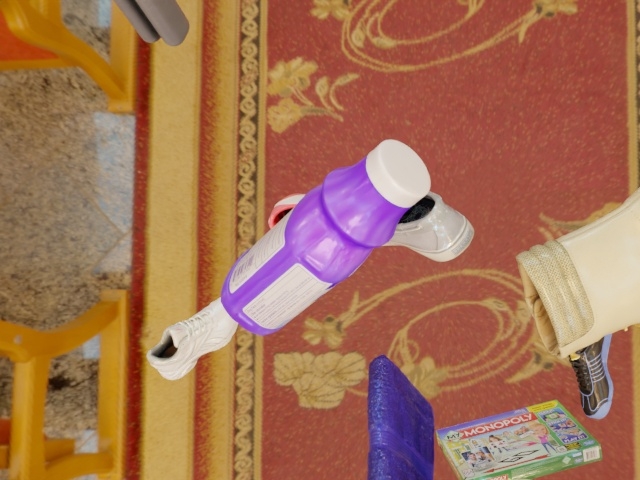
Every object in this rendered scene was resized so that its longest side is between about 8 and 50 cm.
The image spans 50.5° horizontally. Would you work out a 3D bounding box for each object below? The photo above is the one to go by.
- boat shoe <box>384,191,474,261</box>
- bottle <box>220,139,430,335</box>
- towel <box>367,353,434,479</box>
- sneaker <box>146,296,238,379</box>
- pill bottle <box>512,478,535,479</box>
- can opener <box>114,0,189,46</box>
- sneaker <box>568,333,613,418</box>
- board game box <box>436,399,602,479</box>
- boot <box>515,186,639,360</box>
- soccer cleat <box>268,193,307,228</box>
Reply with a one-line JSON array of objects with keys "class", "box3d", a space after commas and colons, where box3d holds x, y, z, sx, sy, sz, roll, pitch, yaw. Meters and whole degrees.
[{"class": "boat shoe", "box3d": [0.085, -0.038, 0.813, 0.081, 0.227, 0.079, 45, 76, -30]}, {"class": "bottle", "box3d": [0.000, 0.000, 0.732, 0.092, 0.118, 0.283, 41, 131, -10]}, {"class": "towel", "box3d": [0.157, 0.392, 1.258, 0.076, 0.228, 0.308, -17, 42, 20]}, {"class": "sneaker", "box3d": [-0.271, 0.201, 1.450, 0.232, 0.115, 0.090, -45, 60, -5]}, {"class": "pill bottle", "box3d": [0.420, 0.529, 1.216, 0.176, 0.318, 0.177, -16, 62, 32]}, {"class": "can opener", "box3d": [-0.229, -0.341, 0.781, 0.074, 0.280, 0.093, 16, 67, 23]}, {"class": "sneaker", "box3d": [0.590, 0.278, 1.509, 0.090, 0.081, 0.233, 6, 82, -23]}, {"class": "board game box", "box3d": [0.454, 0.478, 1.588, 0.317, 0.213, 0.046, -13, 107, -4]}, {"class": "boot", "box3d": [0.319, 0.065, 0.678, 0.203, 0.095, 0.262, -31, 123, 5]}, {"class": "soccer cleat", "box3d": [0.032, -0.039, 1.156, 0.247, 0.095, 0.083, 5, 117, 23]}]
